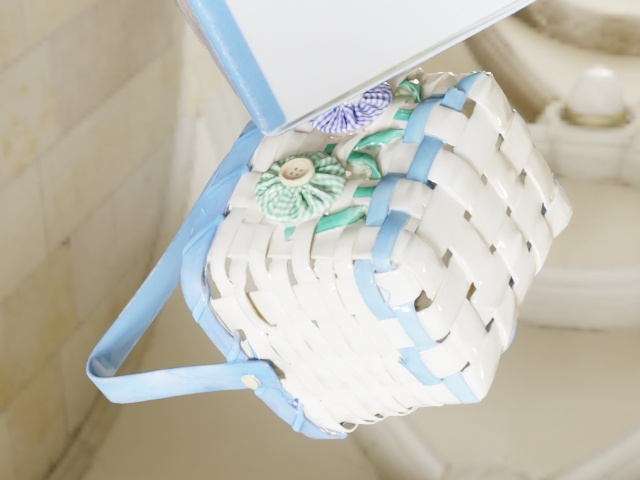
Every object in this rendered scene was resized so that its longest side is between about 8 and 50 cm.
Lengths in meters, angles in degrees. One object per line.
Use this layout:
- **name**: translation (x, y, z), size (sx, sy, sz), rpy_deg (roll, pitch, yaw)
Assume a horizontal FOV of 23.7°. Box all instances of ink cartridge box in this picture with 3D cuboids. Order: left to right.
- **ink cartridge box**: translation (-0.047, -0.204, 0.665), size (0.129, 0.223, 0.307), rpy_deg (-30, -156, -2)

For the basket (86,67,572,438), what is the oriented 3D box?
- **basket**: translation (0.000, 0.000, 1.014), size (0.289, 0.201, 0.255), rpy_deg (-12, -142, 41)
